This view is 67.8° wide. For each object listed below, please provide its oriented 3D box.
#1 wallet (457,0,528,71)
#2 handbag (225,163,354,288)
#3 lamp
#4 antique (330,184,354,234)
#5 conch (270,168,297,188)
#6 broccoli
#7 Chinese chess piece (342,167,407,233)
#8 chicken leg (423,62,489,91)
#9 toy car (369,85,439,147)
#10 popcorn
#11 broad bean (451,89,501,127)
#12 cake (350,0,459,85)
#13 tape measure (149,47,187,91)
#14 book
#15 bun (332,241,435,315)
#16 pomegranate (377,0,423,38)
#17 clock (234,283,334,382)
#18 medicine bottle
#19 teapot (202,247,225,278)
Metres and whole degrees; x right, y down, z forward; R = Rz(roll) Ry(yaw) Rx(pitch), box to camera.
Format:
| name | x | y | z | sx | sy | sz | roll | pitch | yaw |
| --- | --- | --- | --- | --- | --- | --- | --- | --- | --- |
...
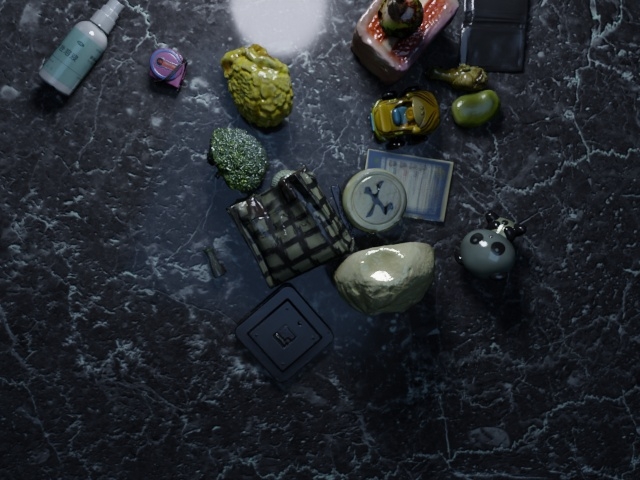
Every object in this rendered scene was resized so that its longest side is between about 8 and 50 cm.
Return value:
| name | x | y | z | sx | sy | sz | roll | pitch | yaw |
| --- | --- | --- | --- | --- | --- | --- | --- | --- | --- |
| wallet | 0.616 | -0.771 | 1.702 | 0.247 | 0.041 | 0.323 | 0 | 98 | -4 |
| handbag | -0.099 | -0.043 | 1.588 | 0.325 | 0.162 | 0.327 | -26 | 105 | 16 |
| lamp | 0.610 | 0.025 | 1.700 | 0.197 | 0.198 | 0.244 | 40 | 74 | -7 |
| antique | 0.080 | -0.108 | 1.721 | 0.031 | 0.015 | 0.192 | -19 | 96 | -3 |
| conch | -0.112 | -0.172 | 1.655 | 0.135 | 0.102 | 0.153 | 38 | 121 | 7 |
| broccoli | -0.282 | -0.276 | 1.597 | 0.198 | 0.226 | 0.176 | -35 | 135 | -40 |
| Chinese chess piece | 0.193 | -0.137 | 1.674 | 0.237 | 0.092 | 0.238 | -1 | 96 | -6 |
| chicken leg | 0.482 | -0.580 | 1.677 | 0.227 | 0.103 | 0.088 | 14 | 107 | -2 |
| toy car | 0.300 | -0.433 | 1.650 | 0.247 | 0.142 | 0.200 | -14 | 96 | -2 |
| popcorn | -0.198 | -0.519 | 1.560 | 0.173 | 0.225 | 0.286 | -28 | 95 | -35 |
| broad bean | 0.559 | -0.472 | 1.707 | 0.174 | 0.082 | 0.124 | -23 | 96 | 7 |
| cake | 0.264 | -0.703 | 1.583 | 0.237 | 0.230 | 0.309 | 39 | 91 | -5 |
| tape measure | -0.514 | -0.579 | 1.603 | 0.118 | 0.074 | 0.125 | 21 | 97 | -12 |
| book | 0.311 | -0.198 | 1.733 | 0.322 | 0.018 | 0.228 | 9 | 95 | -6 |
| bun | 0.226 | 0.133 | 1.607 | 0.349 | 0.352 | 0.227 | -14 | 84 | 34 |
| pomegranate | 0.237 | -0.676 | 1.398 | 0.138 | 0.163 | 0.125 | 42 | 78 | 15 |
| clock | -0.130 | 0.338 | 1.721 | 0.273 | 0.049 | 0.279 | -41 | 97 | -1 |
| medicine bottle | -0.767 | -0.642 | 1.556 | 0.110 | 0.110 | 0.352 | 38 | 91 | -7 |
| teapot | -0.378 | 0.077 | 1.684 | 0.042 | 0.043 | 0.111 | -25 | 94 | -3 |
